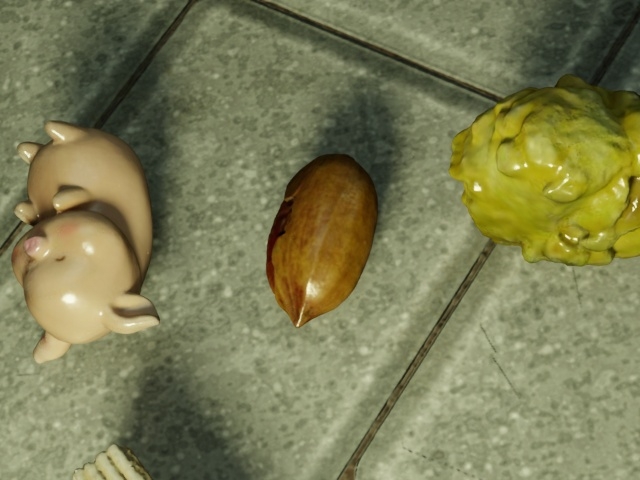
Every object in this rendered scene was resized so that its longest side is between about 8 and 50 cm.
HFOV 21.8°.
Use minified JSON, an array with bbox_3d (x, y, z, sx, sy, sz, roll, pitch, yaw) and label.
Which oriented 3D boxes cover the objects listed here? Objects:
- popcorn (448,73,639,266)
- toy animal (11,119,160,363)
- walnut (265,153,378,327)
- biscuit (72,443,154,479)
[{"bbox_3d":[0.272,-0.083,1.729,0.266,0.233,0.192,-16,49,32],"label":"popcorn"},{"bbox_3d":[-0.260,-0.002,1.827,0.154,0.166,0.250,16,62,-30],"label":"toy animal"},{"bbox_3d":[0.000,0.000,1.805,0.116,0.116,0.207,7,69,15],"label":"walnut"},{"bbox_3d":[-0.096,0.381,1.578,0.078,0.144,0.426,-35,61,-11],"label":"biscuit"}]
